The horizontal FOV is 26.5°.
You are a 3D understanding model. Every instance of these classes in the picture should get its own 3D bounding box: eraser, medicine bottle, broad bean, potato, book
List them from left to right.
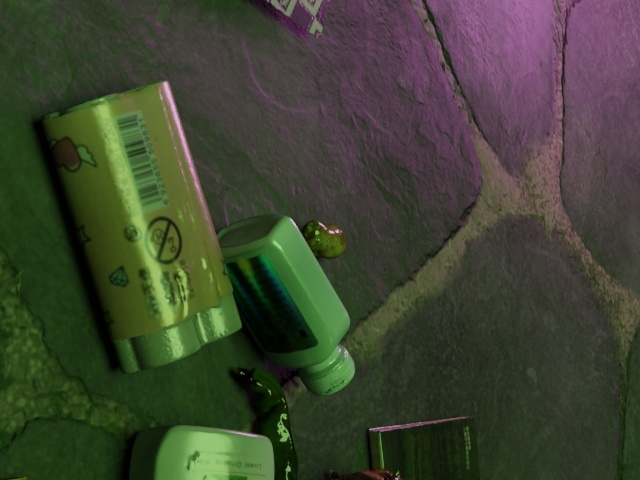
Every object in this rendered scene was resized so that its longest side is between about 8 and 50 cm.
[{"bbox_3d":[-0.187,-0.018,1.482,0.171,0.087,0.290,-25,100,-47],"label":"eraser"},{"bbox_3d":[-0.131,0.351,1.448,0.161,0.111,0.296,15,72,-37],"label":"medicine bottle"},{"bbox_3d":[-0.057,0.241,1.611,0.061,0.046,0.195,-10,85,-39],"label":"broad bean"},{"bbox_3d":[-0.037,0.081,1.610,0.229,0.121,0.083,60,42,-23],"label":"medicine bottle"},{"bbox_3d":[0.000,0.000,1.734,0.092,0.046,0.045,15,56,-60],"label":"potato"},{"bbox_3d":[0.148,0.327,1.857,0.228,0.024,0.160,1,82,-50],"label":"book"}]

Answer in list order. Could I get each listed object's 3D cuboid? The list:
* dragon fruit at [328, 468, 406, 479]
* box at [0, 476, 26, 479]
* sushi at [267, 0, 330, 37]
[{"bbox_3d":[0.056,0.327,1.694,0.102,0.096,0.147,28,104,-40],"label":"dragon fruit"},{"bbox_3d":[-0.340,0.276,1.280,0.156,0.022,0.089,3,80,-50],"label":"box"},{"bbox_3d":[-0.057,-0.385,1.753,0.210,0.040,0.192,33,65,-45],"label":"sushi"}]
